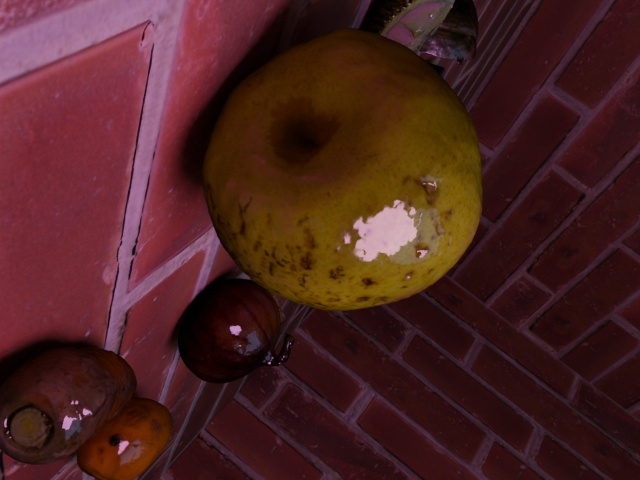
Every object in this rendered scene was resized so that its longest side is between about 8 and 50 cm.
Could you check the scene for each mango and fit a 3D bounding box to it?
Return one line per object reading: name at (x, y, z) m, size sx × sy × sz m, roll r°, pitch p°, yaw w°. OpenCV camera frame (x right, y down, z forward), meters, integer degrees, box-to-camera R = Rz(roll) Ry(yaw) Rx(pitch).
mango at (-0.396, 0.409, 1.368) m, size 0.187 × 0.144 × 0.359 m, roll -39°, pitch 175°, yaw -7°

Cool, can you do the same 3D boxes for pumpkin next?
pumpkin at (0.262, -0.439, 1.275) m, size 0.278 × 0.163 × 0.111 m, roll -43°, pitch 168°, yaw -52°

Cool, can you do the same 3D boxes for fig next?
fig at (-0.190, 0.196, 1.401) m, size 0.235 × 0.214 × 0.235 m, roll -26°, pitch 171°, yaw -5°

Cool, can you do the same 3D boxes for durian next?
durian at (0.132, -0.371, 1.125) m, size 0.137 × 0.095 × 0.220 m, roll -7°, pitch 151°, yaw -24°

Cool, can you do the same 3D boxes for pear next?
pear at (0.043, -0.078, 0.891) m, size 0.391 × 0.391 × 0.391 m, roll -51°, pitch 171°, yaw -11°

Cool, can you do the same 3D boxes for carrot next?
carrot at (-0.339, 0.208, 0.896) m, size 0.138 × 0.139 × 0.302 m, roll -51°, pitch -179°, yaw -7°

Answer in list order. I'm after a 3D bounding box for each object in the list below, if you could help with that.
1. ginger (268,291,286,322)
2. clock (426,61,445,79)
ginger at (-0.193, 0.214, 1.695) m, size 0.221 × 0.130 × 0.275 m, roll -40°, pitch 170°, yaw -11°
clock at (0.276, -0.343, 1.792) m, size 0.280 × 0.056 × 0.280 m, roll 17°, pitch 90°, yaw -79°
